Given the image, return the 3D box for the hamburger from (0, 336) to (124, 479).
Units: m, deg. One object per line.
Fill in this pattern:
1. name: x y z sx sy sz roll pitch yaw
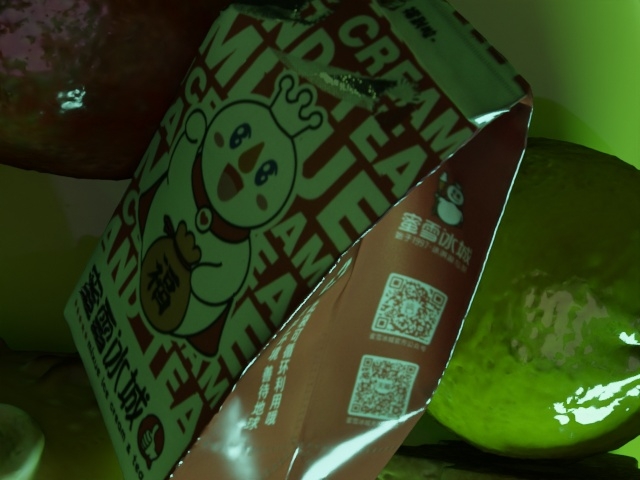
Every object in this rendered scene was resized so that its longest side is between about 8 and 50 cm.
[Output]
1. hamburger: -0.164 0.163 0.790 0.303 0.261 0.186 8 100 -9

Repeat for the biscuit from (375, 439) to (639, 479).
1. biscuit: 0.144 0.156 0.793 0.212 0.239 0.041 8 88 -25

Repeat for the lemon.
1. lemon: 0.129 0.035 0.772 0.192 0.231 0.192 -11 110 -31

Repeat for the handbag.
1. handbag: 0.000 0.000 0.679 0.151 0.171 0.298 9 127 -37

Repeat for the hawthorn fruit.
1. hawthorn fruit: -0.111 -0.123 0.749 0.262 0.210 0.210 23 104 -21
